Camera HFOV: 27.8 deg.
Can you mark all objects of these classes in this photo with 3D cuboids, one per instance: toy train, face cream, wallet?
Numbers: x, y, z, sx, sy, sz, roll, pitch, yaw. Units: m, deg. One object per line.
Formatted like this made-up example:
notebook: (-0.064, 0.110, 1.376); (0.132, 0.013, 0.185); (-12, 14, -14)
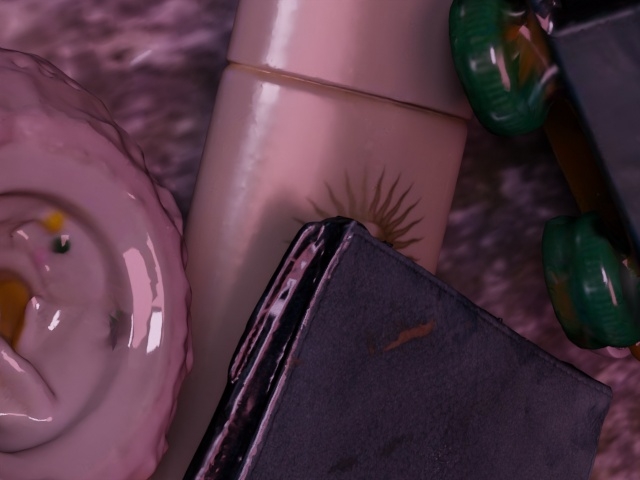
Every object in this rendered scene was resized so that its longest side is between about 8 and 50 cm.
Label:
toy train: (0.203, -0.102, 0.737); (0.429, 0.178, 0.249); (60, 30, -27)
face cream: (0.000, 0.000, 0.725); (0.174, 0.081, 0.348); (9, 97, -39)
wallet: (0.064, 0.126, 0.745); (0.379, 0.046, 0.190); (31, 78, -51)

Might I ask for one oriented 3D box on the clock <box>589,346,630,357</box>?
clock: (0.209, 0.015, 0.882); (0.087, 0.041, 0.129); (35, 78, -36)

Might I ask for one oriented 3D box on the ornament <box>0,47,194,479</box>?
ornament: (-0.186, 0.035, 0.532); (0.259, 0.225, 0.259); (9, 79, -55)
